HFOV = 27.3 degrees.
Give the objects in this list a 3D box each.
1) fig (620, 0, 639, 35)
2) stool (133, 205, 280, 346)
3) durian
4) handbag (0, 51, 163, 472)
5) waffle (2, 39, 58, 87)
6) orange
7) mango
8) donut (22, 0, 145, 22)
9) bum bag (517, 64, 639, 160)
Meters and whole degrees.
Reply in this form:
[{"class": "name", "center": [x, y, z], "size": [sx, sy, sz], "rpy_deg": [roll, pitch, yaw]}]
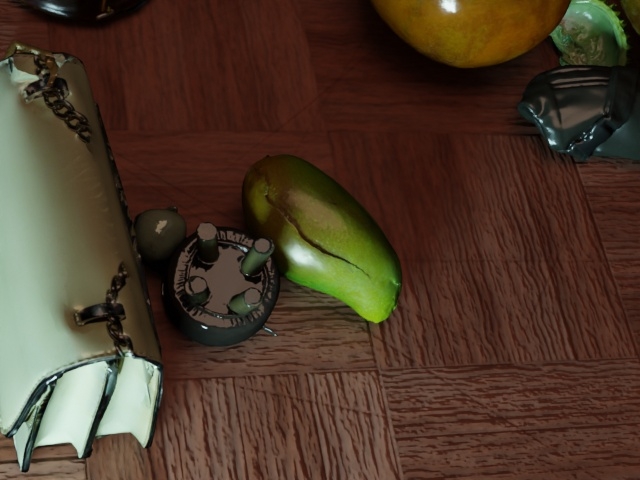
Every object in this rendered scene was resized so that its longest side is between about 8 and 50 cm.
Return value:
[{"class": "fig", "center": [0.455, -0.371, 1.780], "size": [0.190, 0.191, 0.290], "rpy_deg": [-11, 36, -23]}, {"class": "stool", "center": [-0.128, 0.027, 1.434], "size": [0.217, 0.121, 0.125], "rpy_deg": [39, 69, 8]}, {"class": "durian", "center": [0.364, -0.286, 1.818], "size": [0.100, 0.086, 0.215], "rpy_deg": [-33, 74, -16]}, {"class": "handbag", "center": [-0.266, 0.022, 1.325], "size": [0.160, 0.237, 0.359], "rpy_deg": [-6, 59, -22]}, {"class": "waffle", "center": [-0.345, -0.175, 1.565], "size": [0.092, 0.021, 0.135], "rpy_deg": [16, 55, -4]}, {"class": "orange", "center": [0.192, -0.363, 1.722], "size": [0.283, 0.226, 0.284], "rpy_deg": [7, 60, -13]}, {"class": "mango", "center": [0.000, 0.000, 1.499], "size": [0.125, 0.111, 0.233], "rpy_deg": [-40, 88, -10]}, {"class": "donut", "center": [-0.307, -0.385, 1.675], "size": [0.235, 0.089, 0.235], "rpy_deg": [7, 55, -10]}, {"class": "bum bag", "center": [0.415, -0.162, 1.737], "size": [0.326, 0.080, 0.142], "rpy_deg": [2, 72, -13]}]
